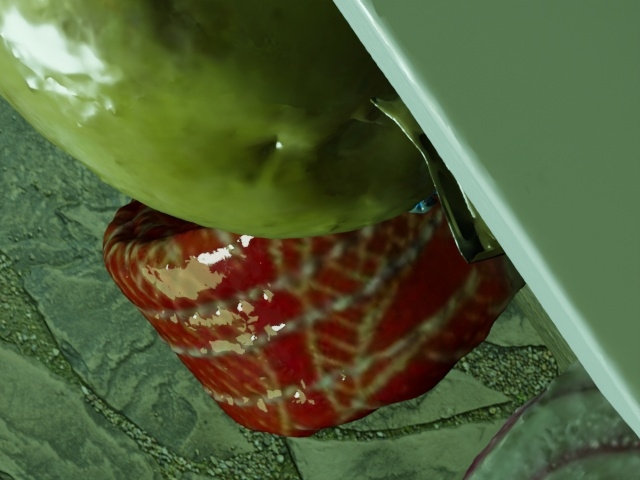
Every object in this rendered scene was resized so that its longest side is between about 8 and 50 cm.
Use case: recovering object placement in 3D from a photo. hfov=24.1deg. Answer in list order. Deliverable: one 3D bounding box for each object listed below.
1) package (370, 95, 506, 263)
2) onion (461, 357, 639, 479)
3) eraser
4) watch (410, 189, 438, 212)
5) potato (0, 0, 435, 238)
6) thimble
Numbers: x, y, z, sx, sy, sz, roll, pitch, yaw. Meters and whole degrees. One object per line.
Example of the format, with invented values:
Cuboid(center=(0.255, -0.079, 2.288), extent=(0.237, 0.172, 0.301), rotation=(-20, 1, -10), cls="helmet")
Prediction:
Cuboid(center=(0.071, -0.035, 0.549), extent=(0.071, 0.047, 0.131), rotation=(55, -158, 7), cls="package")
Cuboid(center=(0.143, 0.155, 0.593), extent=(0.206, 0.216, 0.207), rotation=(43, -168, 16), cls="onion")
Cuboid(center=(0.033, -0.080, 0.346), extent=(0.298, 0.076, 0.078), rotation=(54, -177, -18), cls="eraser")
Cuboid(center=(-0.067, -0.149, 0.980), extent=(0.276, 0.068, 0.274), rotation=(28, -158, -34), cls="watch")
Cuboid(center=(-0.040, -0.107, 0.653), extent=(0.242, 0.242, 0.285), rotation=(56, 176, 30), cls="potato")
Cuboid(center=(0.000, 0.000, 1.340), extent=(0.231, 0.350, 0.350), rotation=(56, -178, -21), cls="thimble")
